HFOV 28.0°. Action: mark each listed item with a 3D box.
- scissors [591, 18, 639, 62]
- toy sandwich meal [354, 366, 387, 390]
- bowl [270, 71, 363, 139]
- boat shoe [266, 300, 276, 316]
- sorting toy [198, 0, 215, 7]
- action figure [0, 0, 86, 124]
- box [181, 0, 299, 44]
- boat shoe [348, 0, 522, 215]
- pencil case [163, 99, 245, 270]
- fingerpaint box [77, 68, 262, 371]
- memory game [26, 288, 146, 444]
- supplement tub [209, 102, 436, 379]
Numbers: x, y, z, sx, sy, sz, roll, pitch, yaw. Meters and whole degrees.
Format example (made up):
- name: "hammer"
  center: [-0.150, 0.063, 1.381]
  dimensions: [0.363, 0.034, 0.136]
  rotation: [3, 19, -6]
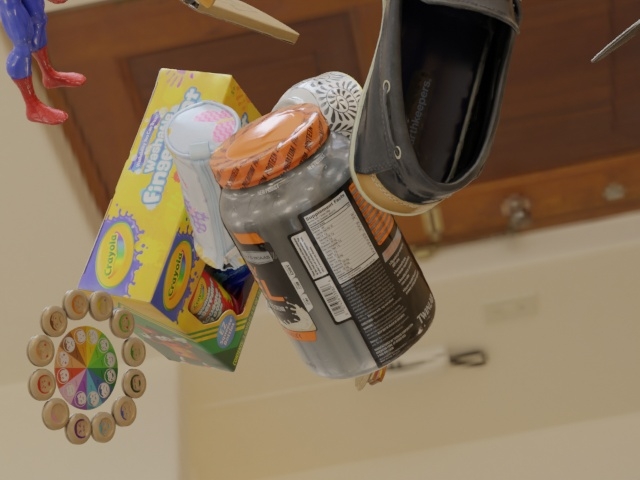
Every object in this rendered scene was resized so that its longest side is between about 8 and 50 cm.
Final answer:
- name: "scissors"
  center: [0.556, -0.384, 2.162]
  dimensions: [0.021, 0.297, 0.109]
  rotation: [40, 138, 31]
- name: "toy sandwich meal"
  center: [0.085, 0.215, 2.125]
  dimensions: [0.085, 0.029, 0.085]
  rotation: [-158, 90, -81]
- name: "bowl"
  center: [-0.018, -0.147, 1.720]
  dimensions: [0.080, 0.170, 0.170]
  rotation: [5, -111, -42]
- name: "boat shoe"
  center: [0.029, 0.095, 1.813]
  dimensions: [0.070, 0.219, 0.077]
  rotation: [19, 103, 51]
- name: "sorting toy"
  center: [-0.114, -0.382, 1.466]
  dimensions: [0.047, 0.196, 0.347]
  rotation: [-52, -12, -35]
- name: "action figure"
  center: [-0.264, -0.241, 1.252]
  dimensions: [0.280, 0.139, 0.091]
  rotation: [73, -157, -47]
- name: "box"
  center: [-0.153, -0.364, 1.989]
  dimensions: [0.164, 0.201, 0.021]
  rotation: [39, 110, 43]
- name: "boat shoe"
  center: [0.149, -0.272, 1.425]
  dimensions: [0.156, 0.187, 0.499]
  rotation: [-174, 96, -69]
- name: "pencil case"
  center: [-0.154, -0.077, 1.899]
  dimensions: [0.273, 0.114, 0.124]
  rotation: [81, -159, -49]
- name: "fingerpaint box"
  center: [-0.222, -0.030, 2.367]
  dimensions: [0.371, 0.163, 0.444]
  rotation: [52, -128, -58]
- name: "memory game"
  center: [-0.269, 0.147, 1.500]
  dimensions: [0.186, 0.012, 0.186]
  rotation: [11, -104, -51]
- name: "supplement tub"
  center: [0.000, 0.000, 1.605]
  dimensions: [0.316, 0.194, 0.193]
  rotation: [62, -169, -22]
